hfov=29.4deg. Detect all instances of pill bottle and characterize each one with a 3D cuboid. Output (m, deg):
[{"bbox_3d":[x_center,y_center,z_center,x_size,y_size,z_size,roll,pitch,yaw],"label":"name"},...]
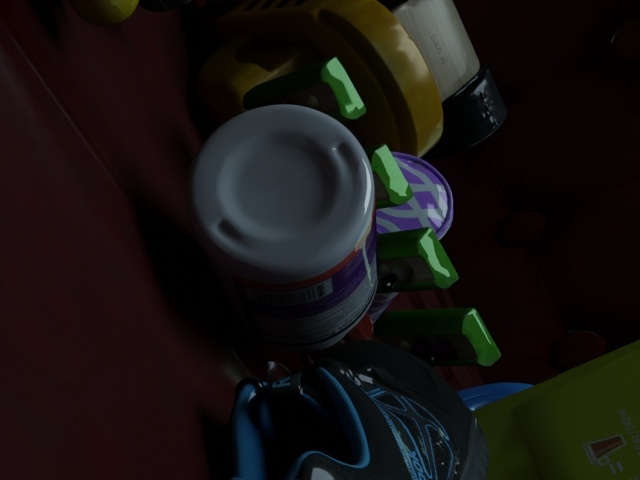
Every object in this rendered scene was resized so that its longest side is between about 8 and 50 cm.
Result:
[{"bbox_3d":[-0.017,0.005,0.761,0.193,0.108,0.108,81,-11,-68],"label":"pill bottle"}]

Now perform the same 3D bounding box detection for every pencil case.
[{"bbox_3d":[0.040,0.004,1.000,0.088,0.086,0.206,34,-30,1],"label":"pencil case"}]

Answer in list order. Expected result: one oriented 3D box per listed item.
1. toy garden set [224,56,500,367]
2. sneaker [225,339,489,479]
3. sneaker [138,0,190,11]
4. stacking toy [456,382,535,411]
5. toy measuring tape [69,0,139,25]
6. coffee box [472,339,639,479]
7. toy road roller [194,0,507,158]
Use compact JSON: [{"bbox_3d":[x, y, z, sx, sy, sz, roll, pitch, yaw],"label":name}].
[{"bbox_3d":[0.000,0.000,0.909,0.204,0.049,0.244,-8,-64,57],"label":"toy garden set"},{"bbox_3d":[0.020,0.113,0.682,0.341,0.125,0.140,-88,153,-74],"label":"sneaker"},{"bbox_3d":[-0.143,-0.273,0.837,0.135,0.097,0.276,44,26,-70],"label":"sneaker"},{"bbox_3d":[0.214,0.331,1.393,0.166,0.175,0.302,-105,-177,-75],"label":"stacking toy"},{"bbox_3d":[-0.132,-0.282,0.705,0.121,0.121,0.330,46,38,-69],"label":"toy measuring tape"},{"bbox_3d":[0.244,0.305,0.835,0.338,0.338,0.334,-101,165,-61],"label":"coffee box"},{"bbox_3d":[-0.023,-0.142,1.085,0.329,0.240,0.202,9,-47,53],"label":"toy road roller"}]
